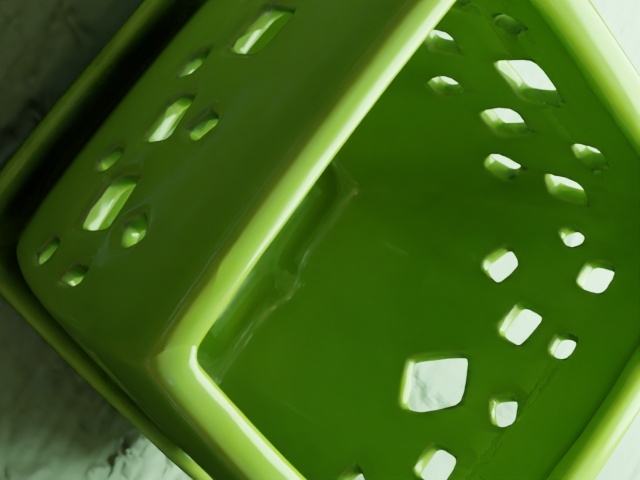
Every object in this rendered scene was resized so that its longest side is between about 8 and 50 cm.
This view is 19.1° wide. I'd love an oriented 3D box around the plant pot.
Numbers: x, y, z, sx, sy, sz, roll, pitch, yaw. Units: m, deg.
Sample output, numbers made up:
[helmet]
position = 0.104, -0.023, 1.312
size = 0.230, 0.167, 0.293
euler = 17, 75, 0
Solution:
[plant pot]
position = 0.000, 0.000, 0.790
size = 0.228, 0.207, 0.227
euler = -52, 128, -15
